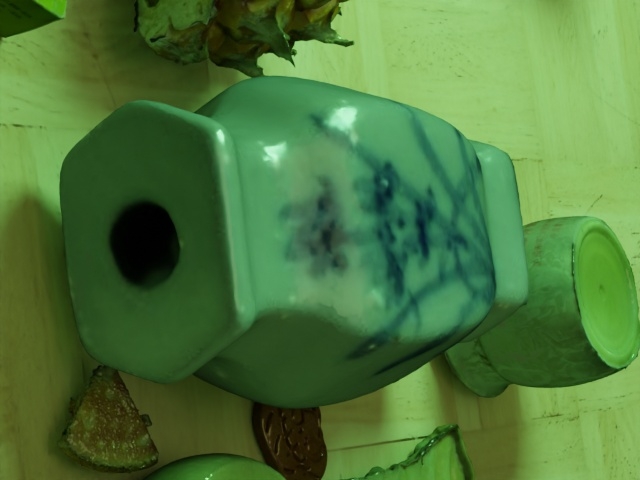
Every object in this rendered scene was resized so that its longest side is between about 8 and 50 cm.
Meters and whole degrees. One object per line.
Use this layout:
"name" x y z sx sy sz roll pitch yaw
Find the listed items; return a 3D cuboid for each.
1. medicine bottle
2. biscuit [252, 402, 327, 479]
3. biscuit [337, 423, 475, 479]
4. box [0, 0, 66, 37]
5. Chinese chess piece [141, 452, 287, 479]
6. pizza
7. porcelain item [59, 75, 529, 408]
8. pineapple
"medicine bottle" 0.189 0.058 1.731 0.147 0.143 0.147 28 56 -52
"biscuit" -0.020 0.149 1.532 0.078 0.015 0.091 -49 120 -47
"biscuit" 0.056 0.267 1.584 0.273 0.036 0.187 -15 93 -55
"box" -0.261 -0.269 1.283 0.260 0.062 0.175 31 57 -44
"Chinese chess piece" -0.070 0.243 1.382 0.188 0.083 0.188 21 62 -47
"pizza" -0.148 0.123 1.358 0.083 0.025 0.078 18 60 -39
"porcelain item" 0.000 0.000 1.461 0.405 0.178 0.243 -1 82 -54
"pineapple" 0.010 -0.286 1.505 0.286 0.209 0.344 14 72 -58
